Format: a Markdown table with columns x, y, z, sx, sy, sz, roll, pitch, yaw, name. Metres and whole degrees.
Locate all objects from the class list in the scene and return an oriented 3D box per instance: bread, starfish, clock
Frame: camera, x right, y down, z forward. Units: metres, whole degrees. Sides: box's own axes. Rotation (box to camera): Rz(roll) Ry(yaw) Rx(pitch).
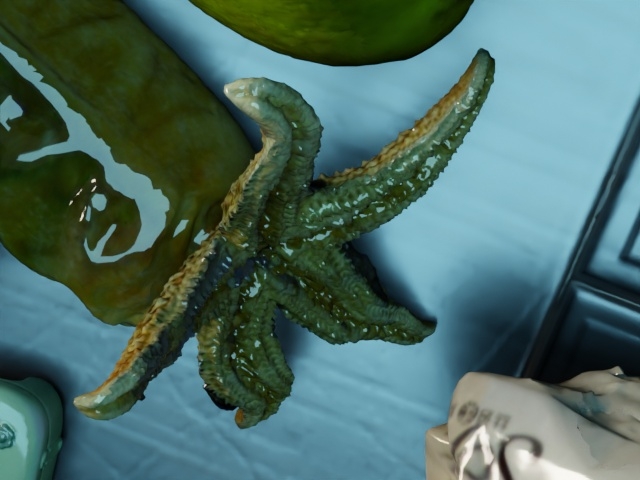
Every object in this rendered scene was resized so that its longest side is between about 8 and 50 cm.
| x | y | z | sx | sy | sz | roll | pitch | yaw | name |
| --- | --- | --- | --- | --- | --- | --- | --- | --- | --- |
| -0.132 | -0.073 | 0.505 | 0.269 | 0.098 | 0.087 | 43 | 143 | -2 | bread |
| 0.000 | 0.000 | 0.458 | 0.176 | 0.208 | 0.053 | -41 | 69 | 0 | starfish |
| -0.183 | 0.094 | 0.560 | 0.135 | 0.041 | 0.101 | 17 | 101 | 4 | clock |

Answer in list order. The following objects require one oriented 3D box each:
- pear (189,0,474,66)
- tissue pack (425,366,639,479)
| x | y | z | sx | sy | sz | roll | pitch | yaw | name |
| --- | --- | --- | --- | --- | --- | --- | --- | --- | --- |
| 0.024 | -0.201 | 0.428 | 0.287 | 0.176 | 0.281 | -4 | 101 | 11 | pear |
| 0.226 | 0.220 | 0.400 | 0.376 | 0.195 | 0.390 | 4 | 121 | 43 | tissue pack |
